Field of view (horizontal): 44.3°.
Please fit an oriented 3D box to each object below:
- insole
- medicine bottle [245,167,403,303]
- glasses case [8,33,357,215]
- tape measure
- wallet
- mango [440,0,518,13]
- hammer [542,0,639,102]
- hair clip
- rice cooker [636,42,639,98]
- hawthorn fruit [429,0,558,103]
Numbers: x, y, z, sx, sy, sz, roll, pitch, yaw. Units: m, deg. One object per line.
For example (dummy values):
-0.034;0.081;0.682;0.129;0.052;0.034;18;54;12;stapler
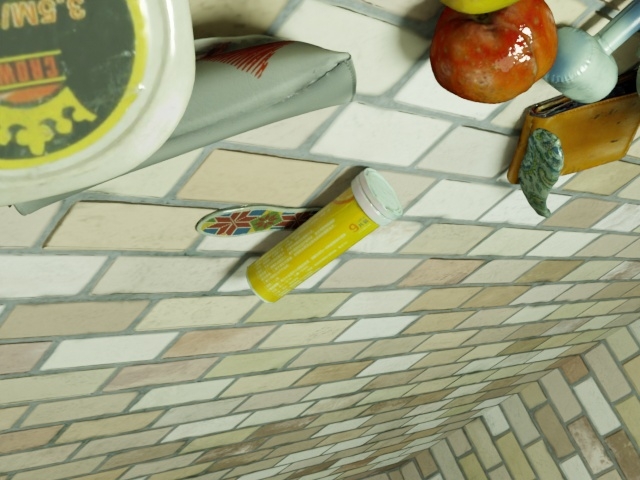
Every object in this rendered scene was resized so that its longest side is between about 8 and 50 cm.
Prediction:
-0.068;-0.025;0.982;0.193;0.006;0.065;-2;147;-40;insole
0.000;0.000;1.003;0.218;0.074;0.074;-37;153;24;medicine bottle
-0.119;-0.110;0.636;0.308;0.083;0.128;-21;-178;-10;glasses case
-0.219;-0.123;0.455;0.271;0.133;0.232;-16;130;-22;tape measure
0.358;-0.155;1.094;0.195;0.042;0.161;-17;148;-10;wallet
0.173;-0.257;0.645;0.194;0.092;0.130;-22;154;-19;mango
0.337;-0.238;0.876;0.194;0.070;0.116;-43;150;24;hammer
0.303;-0.080;1.083;0.036;0.066;0.229;-36;154;-4;hair clip
0.521;-0.189;0.914;0.241;0.227;0.281;-21;145;-16;rice cooker
0.161;-0.188;0.750;0.128;0.128;0.128;-21;155;-10;hawthorn fruit
